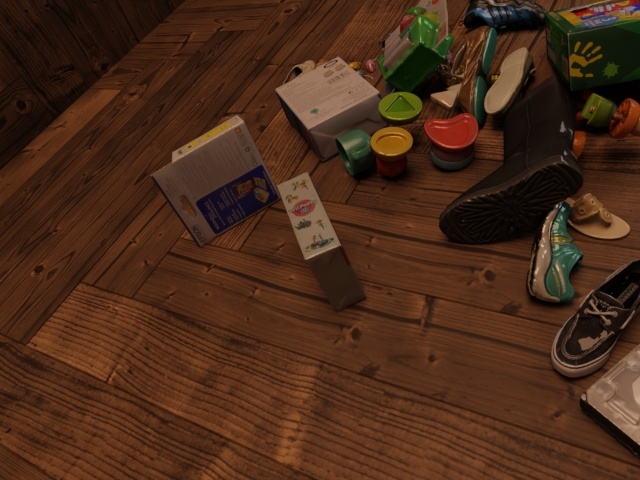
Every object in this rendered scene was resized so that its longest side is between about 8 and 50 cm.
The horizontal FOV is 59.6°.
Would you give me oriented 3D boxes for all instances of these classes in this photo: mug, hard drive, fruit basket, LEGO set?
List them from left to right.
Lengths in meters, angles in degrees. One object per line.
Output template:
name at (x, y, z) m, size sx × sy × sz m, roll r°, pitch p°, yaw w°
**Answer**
mug at (0.122, -0.269, 1.720) m, size 0.098 × 0.129 × 0.157 m, roll -26°, pitch 47°, yaw -4°
fruit basket at (0.306, -0.686, 1.892) m, size 0.327 × 0.166 × 0.352 m, roll -39°, pitch 40°, yaw 46°
LEGO set at (0.476, -0.576, 1.871) m, size 0.132 × 0.107 × 0.287 m, roll -40°, pitch 46°, yaw -15°
hard drive at (0.688, 0.271, 1.022) m, size 0.339 × 0.064 × 0.237 m, roll -35°, pitch 45°, yaw -10°

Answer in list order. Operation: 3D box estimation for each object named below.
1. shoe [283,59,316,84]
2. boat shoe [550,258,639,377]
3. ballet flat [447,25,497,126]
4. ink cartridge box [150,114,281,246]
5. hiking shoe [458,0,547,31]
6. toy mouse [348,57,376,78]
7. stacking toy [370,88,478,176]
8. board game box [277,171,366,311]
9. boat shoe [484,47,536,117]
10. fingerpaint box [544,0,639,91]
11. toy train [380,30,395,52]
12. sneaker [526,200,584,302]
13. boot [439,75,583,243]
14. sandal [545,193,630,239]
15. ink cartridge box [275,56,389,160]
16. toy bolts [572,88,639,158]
shoe at (-0.085, -0.656, 2.219) m, size 0.077 × 0.058 × 0.219 m, roll 12°, pitch 55°, yaw 31°
boat shoe at (0.584, 0.151, 1.148) m, size 0.301 × 0.102 × 0.108 m, roll -38°, pitch 46°, yaw -14°
ballet flat at (0.469, -0.513, 1.762) m, size 0.124 × 0.116 × 0.342 m, roll 4°, pitch 80°, yaw 35°
ink cartridge box at (-0.310, -0.173, 1.690) m, size 0.307 × 0.303 × 0.072 m, roll -30°, pitch 42°, yaw -7°
hiking shoe at (0.667, -0.799, 2.024) m, size 0.304 × 0.113 × 0.132 m, roll 26°, pitch 93°, yaw 31°
toy mouse at (0.160, -0.651, 2.130) m, size 0.161 × 0.031 × 0.143 m, roll -29°, pitch 44°, yaw -5°
stacking toy at (0.307, -0.316, 1.693) m, size 0.309 × 0.130 × 0.279 m, roll -3°, pitch 52°, yaw 6°
board game box at (0.000, 0.000, 1.453) m, size 0.098 × 0.224 × 0.303 m, roll -26°, pitch 45°, yaw 1°
boat shoe at (0.597, -0.470, 1.720) m, size 0.116 × 0.099 × 0.319 m, roll -18°, pitch 35°, yaw 47°
fingerpaint box at (0.861, -0.585, 1.577) m, size 0.372 × 0.163 × 0.444 m, roll -7°, pitch 26°, yaw 18°
toy train at (0.315, -0.774, 2.150) m, size 0.184 × 0.080 × 0.105 m, roll -26°, pitch 35°, yaw 2°
sneaker at (0.552, 0.027, 1.302) m, size 0.110 × 0.107 × 0.275 m, roll 15°, pitch 60°, yaw 12°
boot at (0.501, -0.220, 1.485) m, size 0.367 × 0.146 × 0.445 m, roll -26°, pitch 30°, yaw 35°
sandal at (0.631, -0.083, 1.364) m, size 0.088 × 0.079 × 0.240 m, roll -40°, pitch 47°, yaw -15°
ink cartridge box at (0.023, -0.478, 1.942) m, size 0.270 × 0.151 × 0.395 m, roll -28°, pitch 46°, yaw -5°
toy bolts at (0.751, -0.295, 1.489) m, size 0.159 × 0.218 × 0.228 m, roll 19°, pitch 35°, yaw 2°
